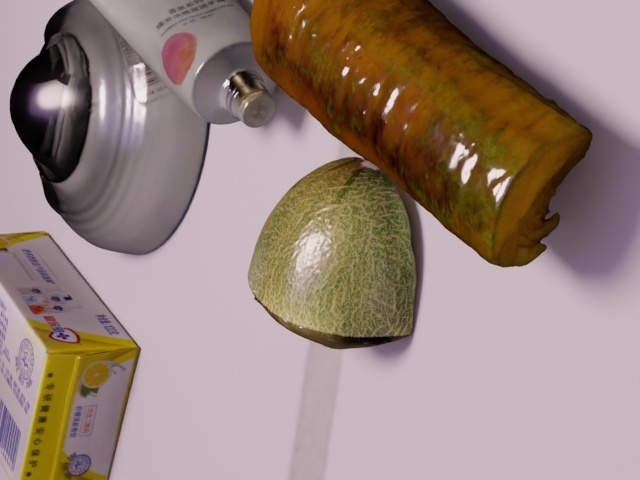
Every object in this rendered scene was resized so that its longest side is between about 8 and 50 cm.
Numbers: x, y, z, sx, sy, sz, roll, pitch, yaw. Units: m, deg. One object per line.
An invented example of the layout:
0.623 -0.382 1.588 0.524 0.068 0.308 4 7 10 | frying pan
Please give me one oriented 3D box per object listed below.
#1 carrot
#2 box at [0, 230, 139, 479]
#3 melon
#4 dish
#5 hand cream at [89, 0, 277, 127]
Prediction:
0.058 -0.097 0.870 0.302 0.114 0.114 46 125 42 | carrot
-0.296 0.118 1.385 0.265 0.097 0.168 39 120 48 | box
0.000 0.000 0.974 0.160 0.079 0.128 38 121 50 | melon
-0.227 -0.125 1.263 0.273 0.133 0.273 -5 84 56 | dish
-0.126 -0.200 1.147 0.341 0.124 0.078 51 166 40 | hand cream
